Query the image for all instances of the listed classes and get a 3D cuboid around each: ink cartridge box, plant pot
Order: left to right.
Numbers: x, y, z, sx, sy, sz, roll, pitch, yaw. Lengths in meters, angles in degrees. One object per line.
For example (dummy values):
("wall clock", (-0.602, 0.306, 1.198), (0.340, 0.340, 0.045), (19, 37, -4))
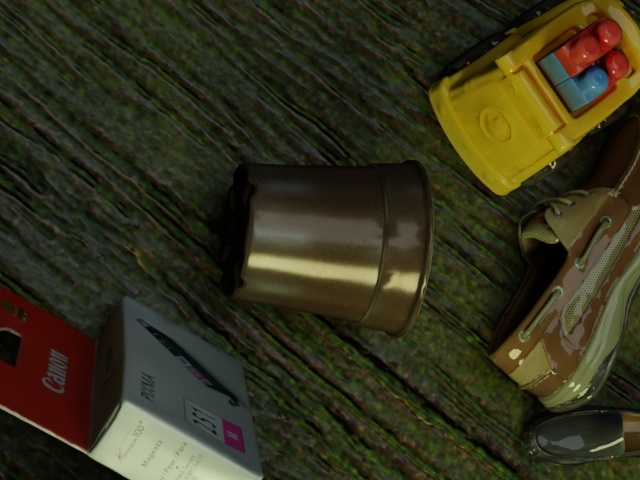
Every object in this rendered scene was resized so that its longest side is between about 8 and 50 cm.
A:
("ink cartridge box", (-0.170, 0.107, 1.384), (0.239, 0.275, 0.060), (32, 99, -13))
("plant pot", (0.000, 0.000, 1.545), (0.165, 0.167, 0.167), (6, 75, -15))

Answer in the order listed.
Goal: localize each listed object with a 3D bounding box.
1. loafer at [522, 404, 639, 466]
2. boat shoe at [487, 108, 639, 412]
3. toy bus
("loafer", (0.281, 0.189, 1.671), (0.170, 0.061, 0.062), (-4, 80, -24))
("boat shoe", (0.259, 0.006, 1.675), (0.120, 0.122, 0.324), (28, 67, -12))
("toy bus", (0.249, -0.171, 1.662), (0.220, 0.211, 0.149), (-36, 92, -28))
